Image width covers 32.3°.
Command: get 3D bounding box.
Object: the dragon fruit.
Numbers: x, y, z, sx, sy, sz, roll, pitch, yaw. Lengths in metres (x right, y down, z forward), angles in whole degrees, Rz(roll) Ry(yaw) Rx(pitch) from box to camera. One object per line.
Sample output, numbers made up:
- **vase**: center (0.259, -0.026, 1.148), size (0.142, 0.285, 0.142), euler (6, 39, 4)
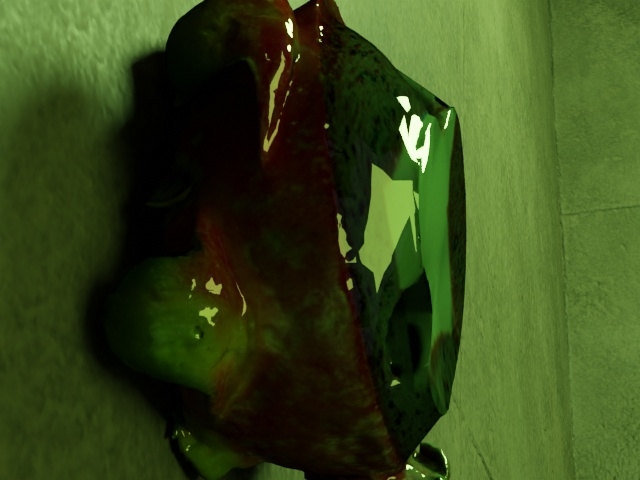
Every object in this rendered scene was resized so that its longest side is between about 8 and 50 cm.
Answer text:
- **dragon fruit**: center (0.000, 0.000, 0.558), size (0.295, 0.130, 0.268), euler (-56, 141, -65)
